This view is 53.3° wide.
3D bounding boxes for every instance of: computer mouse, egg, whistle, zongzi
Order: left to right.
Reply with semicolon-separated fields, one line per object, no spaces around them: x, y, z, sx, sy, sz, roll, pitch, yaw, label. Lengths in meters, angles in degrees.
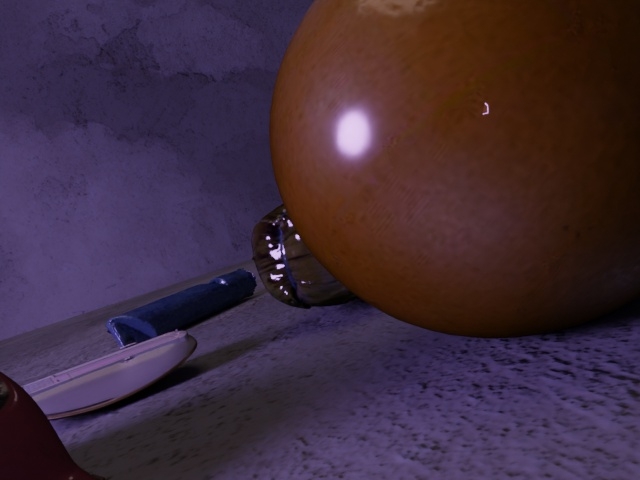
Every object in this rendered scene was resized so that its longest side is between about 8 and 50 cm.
-0.219;0.142;0.641;0.199;0.044;0.102;-19;3;-28;computer mouse
-0.220;0.110;1.062;0.062;0.062;0.304;-15;3;34;whistle
0.000;0.000;0.858;0.323;0.159;0.361;-19;4;-38;zongzi
0.133;-0.081;0.441;0.352;0.282;0.283;-18;3;-27;egg

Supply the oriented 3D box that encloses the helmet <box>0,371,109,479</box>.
-0.267;0.123;0.357;0.254;0.154;0.198;-21;1;21;helmet
